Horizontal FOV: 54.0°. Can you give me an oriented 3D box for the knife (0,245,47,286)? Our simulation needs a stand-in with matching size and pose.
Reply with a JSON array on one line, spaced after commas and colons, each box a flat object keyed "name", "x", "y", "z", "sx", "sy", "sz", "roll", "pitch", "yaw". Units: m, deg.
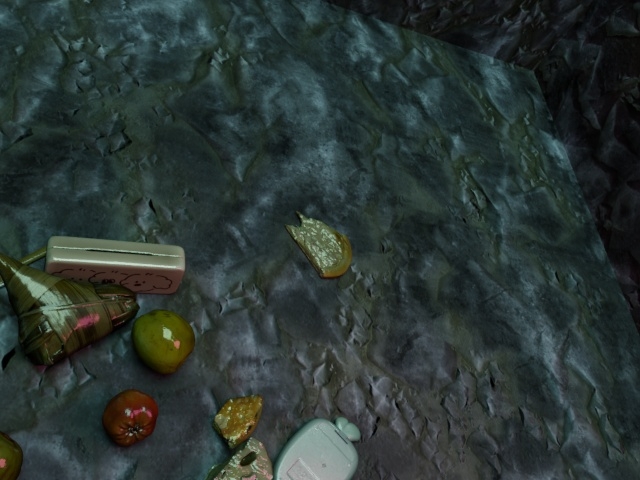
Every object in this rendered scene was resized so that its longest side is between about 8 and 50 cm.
[{"name": "knife", "x": -0.762, "y": 0.074, "z": 1.561, "sx": 0.046, "sy": 0.022, "sz": 0.256, "roll": 48, "pitch": 49, "yaw": 5}]

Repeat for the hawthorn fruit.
[{"name": "hawthorn fruit", "x": -0.435, "y": 0.403, "z": 1.442, "sx": 0.125, "sy": 0.140, "sz": 0.125, "roll": 1, "pitch": 88, "yaw": -21}]

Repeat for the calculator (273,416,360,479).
[{"name": "calculator", "x": -0.001, "y": 0.559, "z": 1.601, "sx": 0.184, "sy": 0.042, "sz": 0.295, "roll": 45, "pitch": 49, "yaw": 8}]

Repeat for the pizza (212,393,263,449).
[{"name": "pizza", "x": -0.205, "y": 0.445, "z": 1.567, "sx": 0.098, "sy": 0.036, "sz": 0.160, "roll": 16, "pitch": 40, "yaw": 16}]

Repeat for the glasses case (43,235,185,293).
[{"name": "glasses case", "x": -0.526, "y": 0.067, "z": 1.613, "sx": 0.336, "sy": 0.144, "sz": 0.076, "roll": 5, "pitch": 54, "yaw": -24}]

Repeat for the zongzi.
[{"name": "zongzi", "x": -0.605, "y": 0.116, "z": 1.499, "sx": 0.286, "sy": 0.134, "sz": 0.288, "roll": -29, "pitch": 97, "yaw": -44}]

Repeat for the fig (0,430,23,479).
[{"name": "fig", "x": -0.684, "y": 0.471, "z": 1.252, "sx": 0.142, "sy": 0.148, "sz": 0.186, "roll": 29, "pitch": 86, "yaw": -25}]

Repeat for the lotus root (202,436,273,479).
[{"name": "lotus root", "x": -0.210, "y": 0.571, "z": 1.431, "sx": 0.138, "sy": 0.119, "sz": 0.234, "roll": 47, "pitch": 47, "yaw": 10}]

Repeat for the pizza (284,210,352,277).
[{"name": "pizza", "x": 0.000, "y": 0.000, "z": 2.015, "sx": 0.262, "sy": 0.034, "sz": 0.181, "roll": 48, "pitch": 50, "yaw": 11}]

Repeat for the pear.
[{"name": "pear", "x": -0.388, "y": 0.243, "z": 1.554, "sx": 0.162, "sy": 0.149, "sz": 0.149, "roll": 50, "pitch": 49, "yaw": 3}]
